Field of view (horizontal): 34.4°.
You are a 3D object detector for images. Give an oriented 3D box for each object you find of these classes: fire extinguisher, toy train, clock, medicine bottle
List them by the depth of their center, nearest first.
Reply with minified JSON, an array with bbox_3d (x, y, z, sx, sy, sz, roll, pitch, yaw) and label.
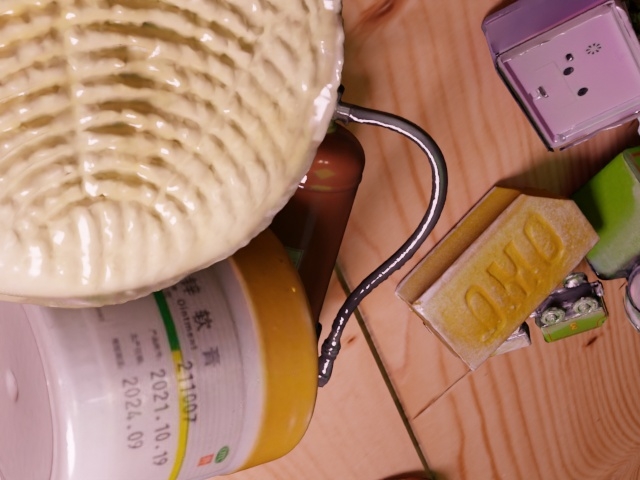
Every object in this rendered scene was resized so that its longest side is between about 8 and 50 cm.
[{"bbox_3d":[-0.157,0.100,0.889,0.232,0.238,0.238,-10,126,-35],"label":"medicine bottle"},{"bbox_3d":[-0.004,-0.006,1.017,0.200,0.113,0.376,7,117,-14],"label":"fire extinguisher"},{"bbox_3d":[0.278,-0.194,1.126,0.145,0.073,0.193,-25,143,19],"label":"clock"},{"bbox_3d":[0.272,0.102,1.341,0.202,0.060,0.081,-20,137,16],"label":"toy train"},{"bbox_3d":[0.486,-0.008,1.357,0.307,0.249,0.173,-12,155,-35],"label":"toy train"}]

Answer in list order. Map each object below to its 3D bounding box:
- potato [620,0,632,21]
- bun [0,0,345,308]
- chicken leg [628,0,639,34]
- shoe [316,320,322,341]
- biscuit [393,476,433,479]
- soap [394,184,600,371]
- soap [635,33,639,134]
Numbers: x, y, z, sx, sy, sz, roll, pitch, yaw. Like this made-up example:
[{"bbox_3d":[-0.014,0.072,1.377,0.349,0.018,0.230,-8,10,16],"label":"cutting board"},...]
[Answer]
[{"bbox_3d":[0.271,-0.341,1.066,0.120,0.100,0.261,-3,150,7],"label":"potato"},{"bbox_3d":[-0.172,-0.136,0.730,0.364,0.202,0.364,-16,124,-25],"label":"bun"},{"bbox_3d":[0.383,-0.240,1.166,0.070,0.178,0.093,-40,180,16],"label":"chicken leg"},{"bbox_3d":[-0.034,0.125,1.154,0.053,0.062,0.159,-8,125,-53],"label":"shoe"},{"bbox_3d":[0.089,0.423,1.498,0.186,0.036,0.192,0,120,-38],"label":"biscuit"},{"bbox_3d":[0.218,0.031,1.266,0.232,0.073,0.140,-45,122,-4],"label":"soap"},{"bbox_3d":[0.473,-0.236,1.233,0.095,0.173,0.289,-14,128,-34],"label":"soap"}]
